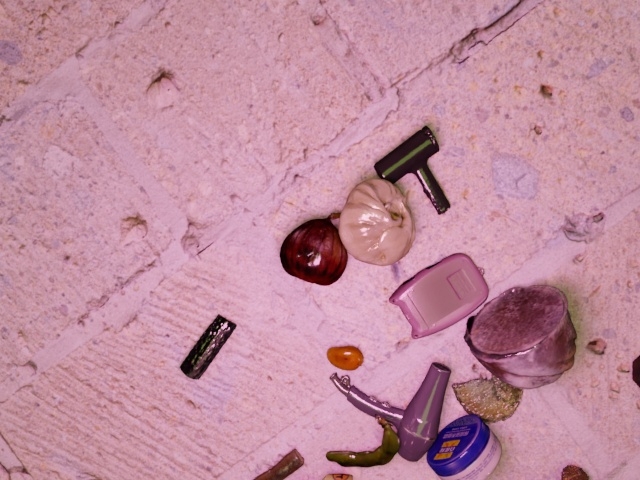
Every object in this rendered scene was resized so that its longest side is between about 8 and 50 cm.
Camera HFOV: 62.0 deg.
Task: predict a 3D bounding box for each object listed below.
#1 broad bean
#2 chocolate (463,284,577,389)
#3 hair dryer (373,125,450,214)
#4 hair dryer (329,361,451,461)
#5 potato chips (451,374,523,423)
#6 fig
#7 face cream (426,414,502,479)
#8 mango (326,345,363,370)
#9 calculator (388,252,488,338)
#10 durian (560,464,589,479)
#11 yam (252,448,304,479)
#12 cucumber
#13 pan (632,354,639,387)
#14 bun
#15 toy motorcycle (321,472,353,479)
[{"bbox_3d":[0.142,0.625,1.602,0.144,0.049,0.292,39,125,-2],"label":"broad bean"},{"bbox_3d":[0.589,0.294,1.506,0.303,0.303,0.213,-34,106,5],"label":"chocolate"},{"bbox_3d":[0.305,-0.183,1.595,0.197,0.089,0.251,-35,95,4],"label":"hair dryer"},{"bbox_3d":[0.197,0.470,1.612,0.361,0.121,0.301,19,100,11],"label":"hair dryer"},{"bbox_3d":[0.523,0.448,1.625,0.202,0.029,0.220,37,97,2],"label":"potato chips"},{"bbox_3d":[-0.007,0.002,1.578,0.203,0.186,0.250,15,85,22],"label":"fig"},{"bbox_3d":[0.419,0.617,1.546,0.206,0.206,0.111,-41,90,5],"label":"face cream"},{"bbox_3d":[0.075,0.359,1.638,0.114,0.060,0.080,13,107,2],"label":"mango"},{"bbox_3d":[0.369,0.166,1.617,0.294,0.043,0.194,-32,89,3],"label":"calculator"},{"bbox_3d":[0.762,0.715,1.589,0.091,0.080,0.080,28,94,-9],"label":"durian"},{"bbox_3d":[-0.161,0.750,1.673,0.253,0.061,0.061,-40,89,5],"label":"yam"},{"bbox_3d":[-0.353,0.332,1.669,0.078,0.062,0.211,36,94,3],"label":"cucumber"},{"bbox_3d":[1.020,0.419,1.571,0.128,0.048,0.202,-43,89,4],"label":"pan"},{"bbox_3d":[0.171,-0.051,1.526,0.259,0.160,0.259,4,82,-26],"label":"bun"},{"bbox_3d":[0.090,0.863,1.606,0.410,0.169,0.237,45,101,-3],"label":"toy motorcycle"}]
